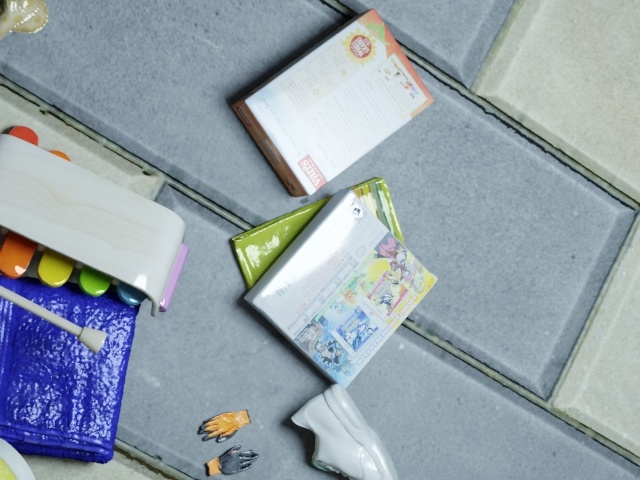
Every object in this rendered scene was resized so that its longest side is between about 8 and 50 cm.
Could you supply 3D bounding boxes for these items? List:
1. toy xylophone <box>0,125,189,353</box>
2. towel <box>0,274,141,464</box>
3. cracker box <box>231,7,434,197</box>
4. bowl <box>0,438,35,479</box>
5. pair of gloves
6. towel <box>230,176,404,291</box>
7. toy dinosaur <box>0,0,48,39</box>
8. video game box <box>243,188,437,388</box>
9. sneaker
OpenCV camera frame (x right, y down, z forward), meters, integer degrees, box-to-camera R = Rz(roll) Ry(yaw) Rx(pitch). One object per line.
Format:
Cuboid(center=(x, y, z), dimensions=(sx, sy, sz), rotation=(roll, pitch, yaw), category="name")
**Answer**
Cuboid(center=(-0.321, 0.001, 1.794), dimensions=(0.323, 0.081, 0.236), rotation=(33, 61, -11), category="toy xylophone")
Cuboid(center=(-0.386, 0.154, 1.805), dimensions=(0.308, 0.076, 0.227), rotation=(10, 86, -21), category="towel")
Cuboid(center=(0.018, -0.186, 1.972), dimensions=(0.232, 0.067, 0.155), rotation=(-38, 102, -19), category="cracker box")
Cuboid(center=(-0.424, 0.315, 1.705), dimensions=(0.156, 0.289, 0.289), rotation=(-35, 102, -42), category="bowl")
Cuboid(center=(-0.122, 0.271, 1.942), dimensions=(0.074, 0.010, 0.083), rotation=(-14, 95, -21), category="pair of gloves")
Cuboid(center=(0.000, 0.000, 1.987), dimensions=(0.237, 0.021, 0.102), rotation=(-23, 97, -20), category="towel")
Cuboid(center=(-0.389, -0.292, 1.821), dimensions=(0.183, 0.053, 0.092), rotation=(-46, 106, -16), category="toy dinosaur")
Cuboid(center=(0.030, 0.065, 1.971), dimensions=(0.187, 0.048, 0.205), rotation=(45, 79, -18), category="video game box")
Cuboid(center=(0.037, 0.295, 1.980), dimensions=(0.094, 0.080, 0.212), rotation=(-30, 110, 7), category="sneaker")
